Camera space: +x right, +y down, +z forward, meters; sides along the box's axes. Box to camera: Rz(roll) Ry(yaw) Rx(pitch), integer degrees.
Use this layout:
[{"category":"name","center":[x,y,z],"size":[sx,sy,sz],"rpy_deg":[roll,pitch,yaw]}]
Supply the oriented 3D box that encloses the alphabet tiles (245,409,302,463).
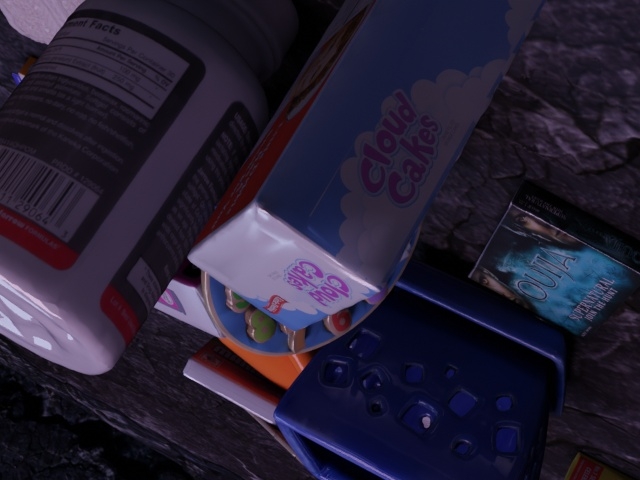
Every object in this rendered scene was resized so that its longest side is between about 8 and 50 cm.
[{"category":"alphabet tiles","center":[0.016,0.228,1.619],"size":[0.237,0.009,0.198],"rpy_deg":[18,-166,-46]}]

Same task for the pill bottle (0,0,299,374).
[{"category":"pill bottle","center":[-0.148,-0.074,1.049],"size":[0.176,0.318,0.176],"rpy_deg":[27,159,12]}]

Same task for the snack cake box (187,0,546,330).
[{"category":"snack cake box","center":[0.036,-0.085,0.844],"size":[0.089,0.264,0.152],"rpy_deg":[35,159,-11]}]

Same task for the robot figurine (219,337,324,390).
[{"category":"robot figurine","center":[-0.030,0.099,1.549],"size":[0.219,0.128,0.158],"rpy_deg":[41,158,-29]}]

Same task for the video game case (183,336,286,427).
[{"category":"video game case","center":[-0.041,0.168,1.668],"size":[0.204,0.025,0.285],"rpy_deg":[28,-170,4]}]

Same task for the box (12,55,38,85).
[{"category":"box","center":[-0.258,-0.144,1.460],"size":[0.136,0.028,0.081],"rpy_deg":[28,159,16]}]

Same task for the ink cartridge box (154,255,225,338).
[{"category":"ink cartridge box","center":[-0.149,-0.039,1.228],"size":[0.371,0.176,0.069],"rpy_deg":[18,143,46]}]

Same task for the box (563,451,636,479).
[{"category":"box","center":[0.379,0.334,1.586],"size":[0.232,0.087,0.058],"rpy_deg":[27,157,15]}]

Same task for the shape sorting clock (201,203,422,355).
[{"category":"shape sorting clock","center":[0.000,0.000,1.069],"size":[0.040,0.206,0.206],"rpy_deg":[36,169,47]}]

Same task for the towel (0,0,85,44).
[{"category":"towel","center":[-0.228,-0.239,1.170],"size":[0.187,0.049,0.282],"rpy_deg":[21,158,27]}]

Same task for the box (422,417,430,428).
[{"category":"box","center":[0.151,0.207,1.628],"size":[0.137,0.072,0.126],"rpy_deg":[41,157,-23]}]

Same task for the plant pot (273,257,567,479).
[{"category":"plant pot","center":[0.117,0.162,1.359],"size":[0.236,0.212,0.236],"rpy_deg":[24,164,17]}]

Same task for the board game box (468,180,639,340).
[{"category":"board game box","center":[0.203,0.023,1.199],"size":[0.126,0.026,0.186],"rpy_deg":[29,159,6]}]

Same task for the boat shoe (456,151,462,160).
[{"category":"boat shoe","center":[0.090,-0.077,1.108],"size":[0.049,0.040,0.142],"rpy_deg":[39,160,5]}]
